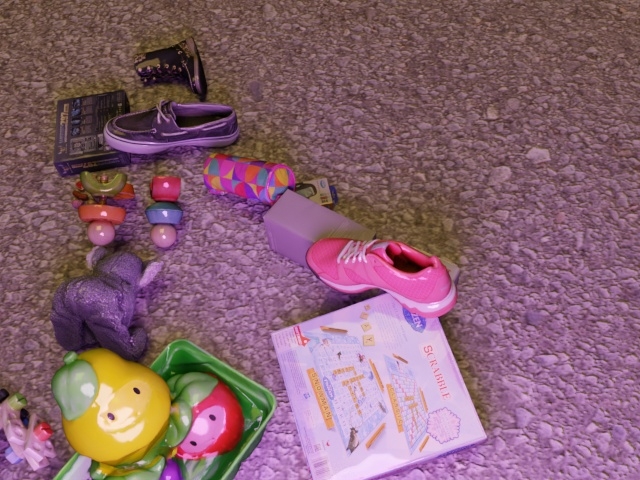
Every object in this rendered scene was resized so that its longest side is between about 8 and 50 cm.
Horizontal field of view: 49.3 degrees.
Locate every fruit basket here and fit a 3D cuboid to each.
[{"bbox_3d":[-0.283,0.330,1.164,0.283,0.392,0.392,27,61,22],"label":"fruit basket"}]

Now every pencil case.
[{"bbox_3d":[-0.169,-0.142,1.613,0.236,0.104,0.104,13,54,41],"label":"pencil case"}]

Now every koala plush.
[{"bbox_3d":[-0.437,0.104,1.460,0.196,0.203,0.221,11,44,12],"label":"koala plush"}]

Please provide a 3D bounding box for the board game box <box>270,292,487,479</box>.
[{"bbox_3d":[0.100,0.272,1.303,0.318,0.066,0.318,-19,63,2],"label":"board game box"}]

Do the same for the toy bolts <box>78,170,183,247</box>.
[{"bbox_3d":[-0.433,-0.060,1.611,0.228,0.218,0.158,2,84,-13],"label":"toy bolts"}]

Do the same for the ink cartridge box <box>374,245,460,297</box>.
[{"bbox_3d":[0.197,0.115,1.452,0.127,0.072,0.175,24,61,20],"label":"ink cartridge box"}]

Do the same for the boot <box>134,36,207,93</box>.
[{"bbox_3d":[-0.412,-0.461,1.913,0.179,0.085,0.236,-16,48,-4],"label":"boot"}]

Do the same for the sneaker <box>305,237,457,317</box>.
[{"bbox_3d":[0.108,0.034,1.313,0.314,0.136,0.116,16,57,27],"label":"sneaker"}]

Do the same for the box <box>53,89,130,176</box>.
[{"bbox_3d":[-0.591,-0.282,1.814,0.183,0.059,0.232,-10,54,-4],"label":"box"}]

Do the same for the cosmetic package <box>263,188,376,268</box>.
[{"bbox_3d":[0.000,0.000,1.520,0.238,0.127,0.107,24,59,22],"label":"cosmetic package"}]

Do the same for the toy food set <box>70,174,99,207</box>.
[{"bbox_3d":[-0.578,-0.112,1.715,0.078,0.019,0.122,-19,55,-9],"label":"toy food set"}]

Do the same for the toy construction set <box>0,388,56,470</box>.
[{"bbox_3d":[-0.629,0.382,1.249,0.328,0.215,0.151,-26,99,0],"label":"toy construction set"}]

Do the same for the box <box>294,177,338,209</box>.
[{"bbox_3d":[-0.028,-0.104,1.657,0.136,0.028,0.081,-12,54,-2],"label":"box"}]

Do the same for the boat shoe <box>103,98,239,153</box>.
[{"bbox_3d":[-0.371,-0.301,1.739,0.335,0.119,0.121,-6,57,-12],"label":"boat shoe"}]
